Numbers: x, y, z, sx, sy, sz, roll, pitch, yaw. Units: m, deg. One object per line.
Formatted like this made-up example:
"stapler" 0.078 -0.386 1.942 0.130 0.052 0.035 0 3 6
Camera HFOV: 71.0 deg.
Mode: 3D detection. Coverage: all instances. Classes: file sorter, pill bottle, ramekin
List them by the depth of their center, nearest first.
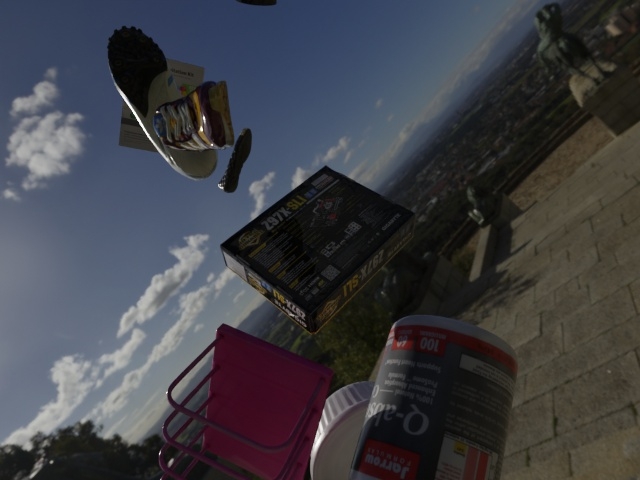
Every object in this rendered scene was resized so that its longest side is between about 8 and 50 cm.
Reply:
"pill bottle" 0.164 0.317 0.679 0.363 0.210 0.210 -68 9 -25
"file sorter" -0.130 0.326 0.705 0.182 0.202 0.290 -46 -28 -60
"ramekin" 0.101 0.429 0.959 0.273 0.273 0.127 -47 20 0

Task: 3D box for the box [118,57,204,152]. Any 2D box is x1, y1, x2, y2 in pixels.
"box" -0.321 -0.272 0.909 0.038 0.145 0.186 -131 52 -67

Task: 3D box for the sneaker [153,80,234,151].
"sneaker" -0.148 -0.133 0.513 0.084 0.069 0.185 -8 3 -16

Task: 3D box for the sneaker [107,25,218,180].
"sneaker" -0.234 -0.194 0.661 0.085 0.237 0.086 -33 10 -18

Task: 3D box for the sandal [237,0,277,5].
"sandal" -0.147 -0.453 0.808 0.097 0.254 0.054 -6 -49 -17

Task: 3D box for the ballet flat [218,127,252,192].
"ballet flat" -0.218 -0.204 1.135 0.057 0.049 0.173 3 -70 -66

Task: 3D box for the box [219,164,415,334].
"box" 0.000 0.000 0.927 0.322 0.257 0.079 -41 -34 -27
